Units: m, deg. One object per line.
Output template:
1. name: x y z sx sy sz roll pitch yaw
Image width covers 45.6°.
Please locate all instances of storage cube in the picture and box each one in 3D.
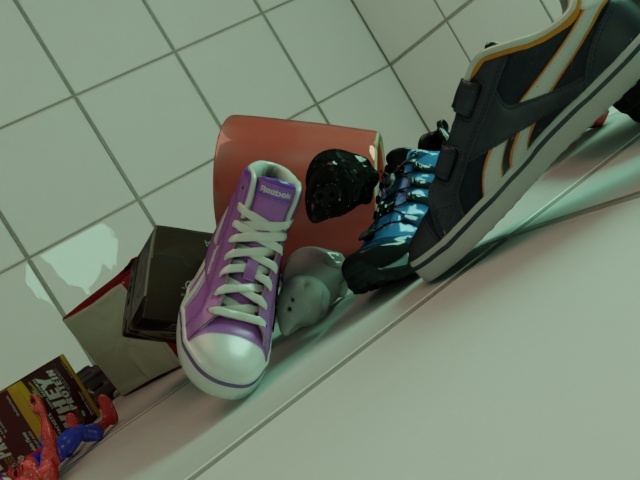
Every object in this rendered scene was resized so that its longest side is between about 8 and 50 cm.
1. storage cube: -0.319 0.143 1.429 0.183 0.215 0.193 -29 11 30

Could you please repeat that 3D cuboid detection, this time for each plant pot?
1. plant pot: -0.019 -0.073 1.236 0.243 0.275 0.275 -2 9 9

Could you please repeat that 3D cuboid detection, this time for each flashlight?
1. flashlight: -0.406 0.247 1.595 0.304 0.103 0.103 -37 -20 -52

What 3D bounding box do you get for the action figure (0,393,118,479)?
1. action figure: -0.367 0.245 0.983 0.091 0.139 0.280 -32 6 7

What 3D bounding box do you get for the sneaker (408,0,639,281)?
1. sneaker: 0.174 -0.109 0.741 0.321 0.127 0.126 -49 -3 16

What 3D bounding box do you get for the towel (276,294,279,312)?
1. towel: -0.119 0.131 1.314 0.110 0.027 0.148 -32 3 -31

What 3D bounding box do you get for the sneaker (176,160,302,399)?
1. sneaker: -0.079 0.019 0.803 0.282 0.102 0.161 -90 21 -49

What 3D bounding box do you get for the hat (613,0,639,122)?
1. hat: 0.429 -0.238 0.916 0.331 0.134 0.331 -50 2 2

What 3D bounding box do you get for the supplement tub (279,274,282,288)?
1. supplement tub: -0.027 0.046 1.368 0.107 0.071 0.071 -31 3 21

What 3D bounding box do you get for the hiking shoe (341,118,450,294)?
1. hiking shoe: 0.100 -0.040 0.926 0.113 0.132 0.304 -29 6 41

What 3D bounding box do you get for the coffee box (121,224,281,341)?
1. coffee box: -0.176 0.077 1.065 0.168 0.119 0.297 9 -15 -17

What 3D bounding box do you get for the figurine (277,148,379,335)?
1. figurine: 0.000 0.000 0.907 0.209 0.092 0.215 -47 -28 -80

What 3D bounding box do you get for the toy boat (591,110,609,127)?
1. toy boat: 0.323 -0.182 1.145 0.231 0.151 0.151 -14 -52 -35

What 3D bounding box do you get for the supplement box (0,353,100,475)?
1. supplement box: -0.504 0.309 1.258 0.191 0.129 0.194 -31 3 5
